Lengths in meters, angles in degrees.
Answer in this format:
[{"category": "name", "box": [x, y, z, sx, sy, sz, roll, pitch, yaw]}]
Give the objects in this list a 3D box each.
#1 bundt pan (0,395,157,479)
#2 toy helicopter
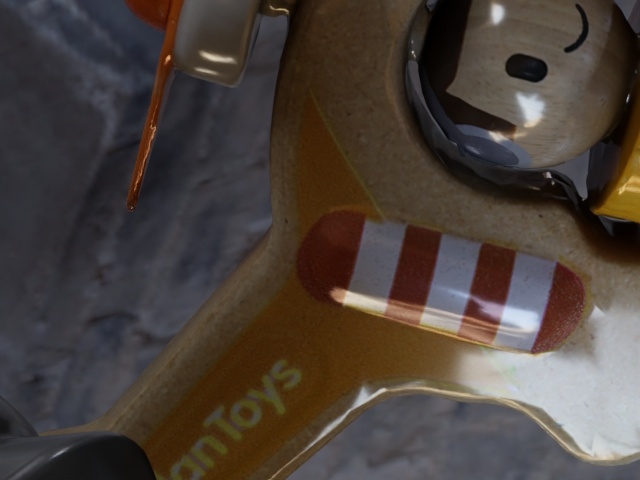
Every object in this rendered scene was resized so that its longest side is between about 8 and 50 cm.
[{"category": "bundt pan", "box": [-0.092, 0.162, 0.466, 0.124, 0.330, 0.331, -44, 111, -45]}, {"category": "toy helicopter", "box": [0.000, 0.000, 0.567, 0.235, 0.355, 0.140, 41, 18, -15]}]
